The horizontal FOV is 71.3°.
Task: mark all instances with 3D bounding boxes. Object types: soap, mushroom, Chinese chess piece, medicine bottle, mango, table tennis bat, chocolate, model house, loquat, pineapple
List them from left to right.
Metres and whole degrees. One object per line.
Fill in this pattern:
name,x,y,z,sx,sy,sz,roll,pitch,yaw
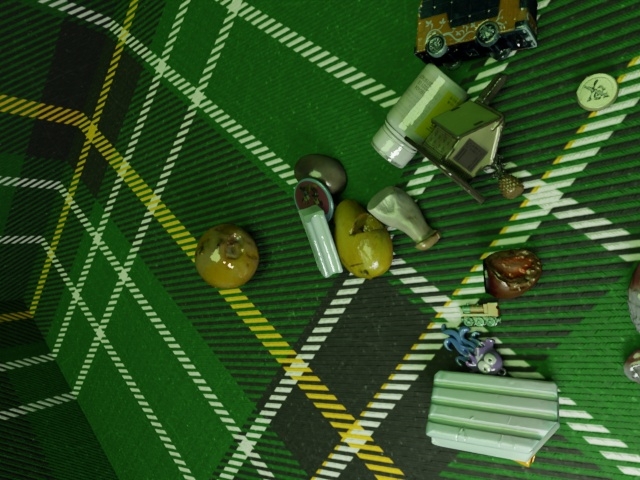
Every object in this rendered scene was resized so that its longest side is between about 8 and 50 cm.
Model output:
loquat,-0.335,0.060,1.602,0.244,0.244,0.244,1,91,36
mushroom,-0.016,-0.214,1.437,0.188,0.117,0.141,21,91,38
table tennis bat,-0.009,-0.084,1.415,0.153,0.040,0.244,0,114,42
soap,0.000,0.000,1.349,0.066,0.119,0.198,-21,108,-7
mango,0.117,-0.008,1.324,0.167,0.130,0.262,-56,52,32
mushroom,0.239,-0.067,1.266,0.225,0.093,0.116,40,79,10
medicine bottle,0.261,-0.332,1.208,0.258,0.143,0.143,-48,65,26
model house,0.382,-0.269,1.071,0.279,0.205,0.218,-51,38,18
soap,0.414,0.421,1.080,0.289,0.095,0.173,-3,48,30
pineapple,0.461,-0.164,1.131,0.058,0.058,0.124,-40,55,29
chocolate,0.464,0.080,1.081,0.133,0.127,0.124,-2,80,20
Chinese chess piece,0.627,-0.336,1.011,0.084,0.034,0.084,1,92,35

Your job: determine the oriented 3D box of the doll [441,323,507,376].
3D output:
doll,0.395,0.287,1.171,0.206,0.067,0.110,34,101,41

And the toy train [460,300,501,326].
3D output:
toy train,0.417,0.193,1.166,0.103,0.044,0.064,-8,83,33

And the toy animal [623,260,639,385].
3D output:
toy animal,0.706,0.173,0.928,0.195,0.090,0.324,32,111,21

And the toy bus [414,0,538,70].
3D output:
toy bus,0.389,-0.541,1.118,0.275,0.138,0.167,4,91,38

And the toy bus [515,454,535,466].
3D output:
toy bus,0.453,0.498,1.124,0.162,0.074,0.070,14,98,35
